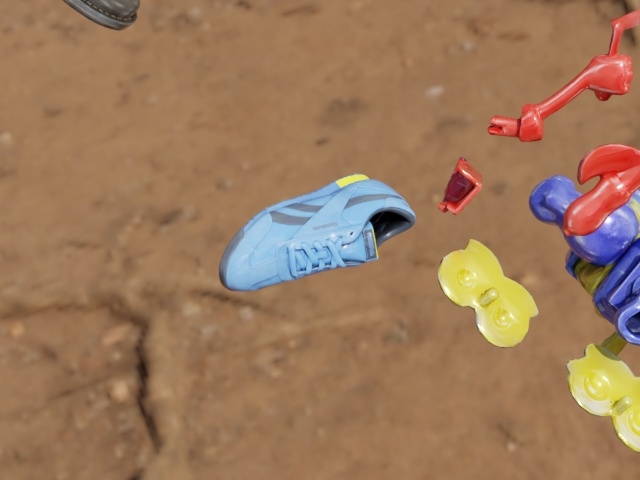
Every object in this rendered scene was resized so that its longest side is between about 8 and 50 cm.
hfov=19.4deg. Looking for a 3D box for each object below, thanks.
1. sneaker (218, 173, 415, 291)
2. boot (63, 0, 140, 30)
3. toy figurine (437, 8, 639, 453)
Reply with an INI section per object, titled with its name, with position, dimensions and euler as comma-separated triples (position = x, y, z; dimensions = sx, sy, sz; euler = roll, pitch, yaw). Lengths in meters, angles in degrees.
[sneaker]
position = 0.000, 0.000, 1.787
dimensions = 0.209, 0.069, 0.082
euler = -26, 42, -32
[boot]
position = -0.161, -0.329, 1.585
dimensions = 0.229, 0.263, 0.091
euler = -25, 20, 19
[toy figurine]
position = 0.244, 0.029, 1.103
dimensions = 0.191, 0.362, 0.217
euler = -53, 1, 11
